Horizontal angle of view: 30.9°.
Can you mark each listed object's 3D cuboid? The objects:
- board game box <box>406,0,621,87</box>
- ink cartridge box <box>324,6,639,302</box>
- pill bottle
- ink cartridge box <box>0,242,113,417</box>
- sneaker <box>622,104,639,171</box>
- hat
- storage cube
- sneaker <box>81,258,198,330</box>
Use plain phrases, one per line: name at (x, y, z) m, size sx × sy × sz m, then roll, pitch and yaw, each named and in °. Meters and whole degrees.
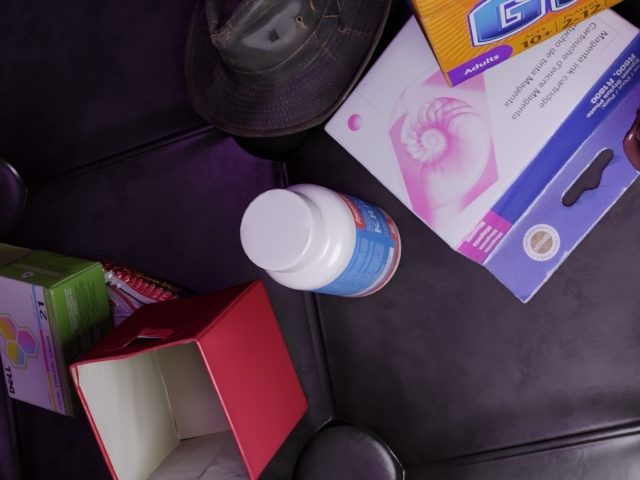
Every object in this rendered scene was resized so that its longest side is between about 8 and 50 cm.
board game box at (0.192, -0.445, 1.190) m, size 0.356 × 0.356 × 0.356 m, roll -27°, pitch 69°, yaw 7°
ink cartridge box at (0.217, -0.154, 1.357) m, size 0.330 × 0.071 × 0.324 m, roll 44°, pitch 103°, yaw 25°
pill bottle at (0.000, 0.000, 1.358) m, size 0.124 × 0.221 × 0.124 m, roll -3°, pitch 83°, yaw 25°
ink cartridge box at (-0.402, 0.112, 1.562) m, size 0.255 × 0.097 × 0.188 m, roll 10°, pitch 116°, yaw 33°
sneaker at (0.375, -0.171, 1.177) m, size 0.106 × 0.162 × 0.281 m, roll 11°, pitch 115°, yaw 35°
hat at (-0.069, -0.300, 1.448) m, size 0.331 × 0.134 × 0.331 m, roll -9°, pitch 69°, yaw 24°
storage cube at (-0.153, 0.181, 1.398) m, size 0.184 × 0.193 × 0.215 m, roll -14°, pitch 105°, yaw 24°
sneaker at (-0.276, 0.082, 1.558) m, size 0.225 × 0.088 × 0.092 m, roll 19°, pitch 96°, yaw 27°
